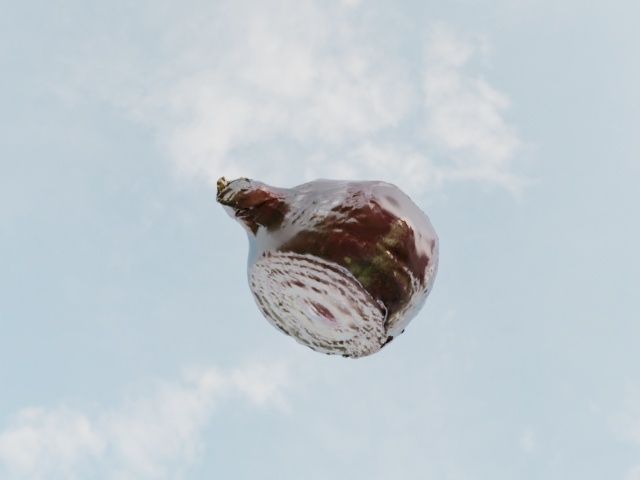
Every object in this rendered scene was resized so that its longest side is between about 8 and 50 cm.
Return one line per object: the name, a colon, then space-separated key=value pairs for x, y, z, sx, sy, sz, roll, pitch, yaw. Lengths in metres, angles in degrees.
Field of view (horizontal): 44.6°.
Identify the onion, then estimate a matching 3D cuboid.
onion: x=0.000 y=0.000 z=0.729 sx=0.218 sy=0.195 sz=0.140 roll=40 pitch=-114 yaw=-10
